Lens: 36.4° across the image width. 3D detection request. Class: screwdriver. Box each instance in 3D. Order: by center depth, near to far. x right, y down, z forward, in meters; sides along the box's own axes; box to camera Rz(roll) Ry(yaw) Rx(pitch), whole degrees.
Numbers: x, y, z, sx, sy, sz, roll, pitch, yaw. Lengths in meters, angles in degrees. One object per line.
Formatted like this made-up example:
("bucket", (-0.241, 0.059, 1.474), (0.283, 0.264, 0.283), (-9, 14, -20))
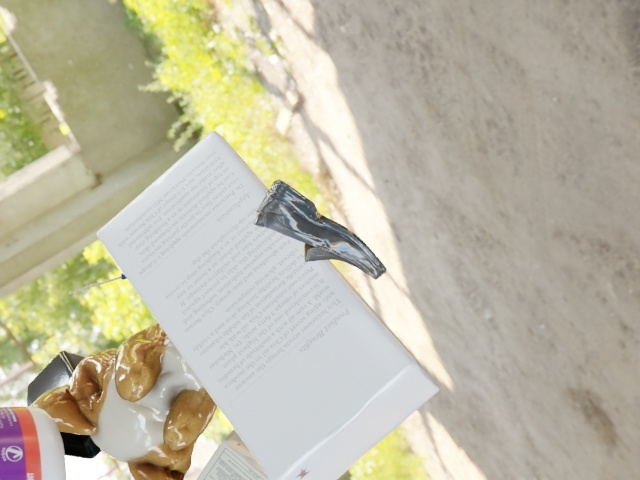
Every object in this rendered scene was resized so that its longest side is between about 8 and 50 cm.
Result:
("screwdriver", (-0.354, 0.067, 1.673), (0.025, 0.170, 0.024), (-13, 94, 47))

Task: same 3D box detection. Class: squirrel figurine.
("squirrel figurine", (-0.221, 0.191, 1.652), (0.281, 0.370, 0.397), (39, -164, 2))

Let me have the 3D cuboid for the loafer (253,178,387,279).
("loafer", (0.000, 0.000, 1.143), (0.170, 0.061, 0.062), (36, 179, -3))

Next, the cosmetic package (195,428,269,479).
("cosmetic package", (-0.173, 0.503, 1.861), (0.153, 0.296, 0.129), (38, -157, 9))

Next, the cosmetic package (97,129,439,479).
("cosmetic package", (-0.077, 0.092, 1.320), (0.453, 0.230, 0.161), (50, -179, 27))

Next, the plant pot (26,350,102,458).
("plant pot", (-0.543, 0.356, 2.175), (0.188, 0.187, 0.167), (29, -159, -52))

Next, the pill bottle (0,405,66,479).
("pill bottle", (-0.451, 0.273, 1.046), (0.181, 0.323, 0.181), (-9, 79, 59))
